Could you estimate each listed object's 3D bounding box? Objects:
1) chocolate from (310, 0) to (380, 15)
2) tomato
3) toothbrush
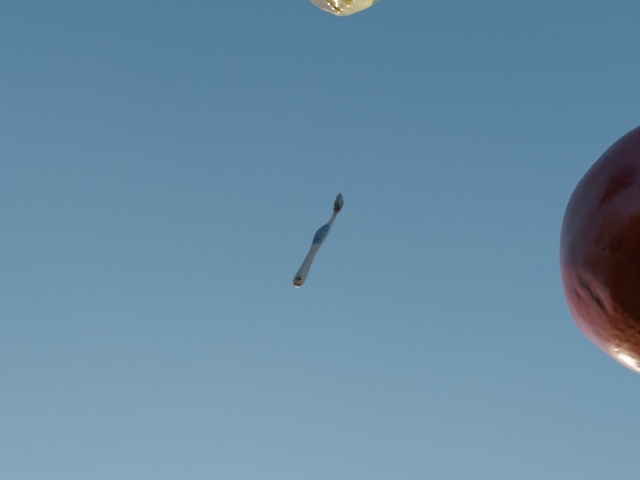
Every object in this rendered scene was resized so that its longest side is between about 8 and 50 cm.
[{"bbox_3d":[0.035,-0.373,0.816,0.134,0.134,0.309,3,-87,-6],"label":"chocolate"},{"bbox_3d":[0.316,-0.011,0.701,0.260,0.260,0.180,-32,-58,5],"label":"tomato"},{"bbox_3d":[0.000,0.000,0.923,0.014,0.162,0.017,6,-50,17],"label":"toothbrush"}]
